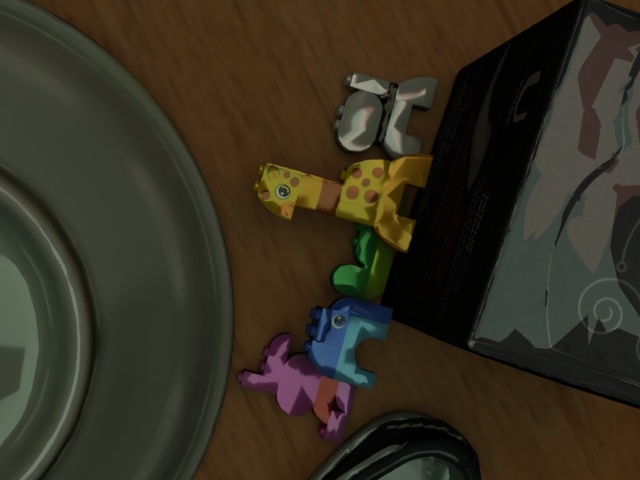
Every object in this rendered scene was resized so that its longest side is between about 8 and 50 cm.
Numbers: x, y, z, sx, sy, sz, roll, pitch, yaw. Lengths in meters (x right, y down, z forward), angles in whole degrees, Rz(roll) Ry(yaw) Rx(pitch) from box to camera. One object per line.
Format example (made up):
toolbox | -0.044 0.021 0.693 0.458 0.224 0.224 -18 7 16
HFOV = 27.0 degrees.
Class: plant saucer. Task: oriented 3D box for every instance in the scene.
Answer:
plant saucer | -0.233 0.051 0.707 0.401 0.100 0.400 -1 95 -16

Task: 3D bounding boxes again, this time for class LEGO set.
LEGO set | 0.000 0.000 0.773 0.093 0.087 0.227 15 88 -6

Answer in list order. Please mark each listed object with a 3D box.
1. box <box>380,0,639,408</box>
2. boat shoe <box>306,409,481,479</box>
box | 0.138 -0.009 0.693 0.143 0.270 0.165 18 89 -5
boat shoe | -0.021 0.224 0.768 0.114 0.091 0.302 36 87 -4
